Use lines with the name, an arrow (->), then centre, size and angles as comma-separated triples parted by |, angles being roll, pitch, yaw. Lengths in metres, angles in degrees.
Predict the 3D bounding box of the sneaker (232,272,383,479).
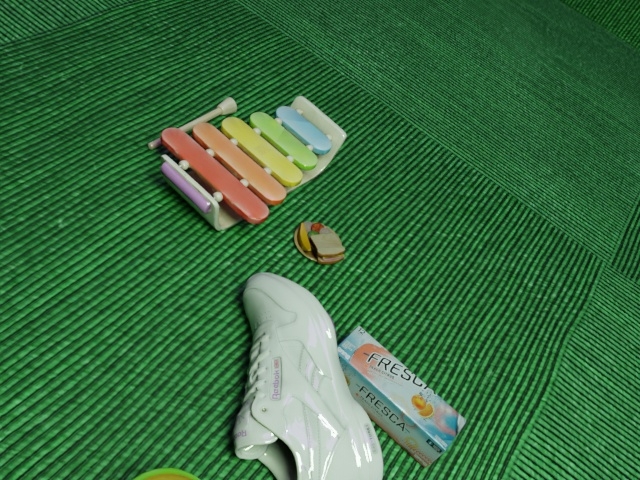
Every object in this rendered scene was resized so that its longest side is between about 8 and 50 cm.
sneaker -> -0.043, 0.166, 0.751 | 0.152, 0.114, 0.305 | -8, 55, -31

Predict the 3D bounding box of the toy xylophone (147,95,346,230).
toy xylophone -> -0.123, -0.139, 1.004 | 0.236, 0.081, 0.322 | 36, 46, 9

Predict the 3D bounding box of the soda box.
soda box -> 0.090, 0.197, 0.820 | 0.183, 0.063, 0.058 | 40, 48, 12

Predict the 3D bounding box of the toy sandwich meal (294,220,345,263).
toy sandwich meal -> 0.000, 0.000, 0.974 | 0.086, 0.029, 0.085 | 13, 48, -14

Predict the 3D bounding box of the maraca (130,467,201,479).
maraca -> -0.133, 0.306, 0.607 | 0.127, 0.099, 0.185 | -31, 94, -34
